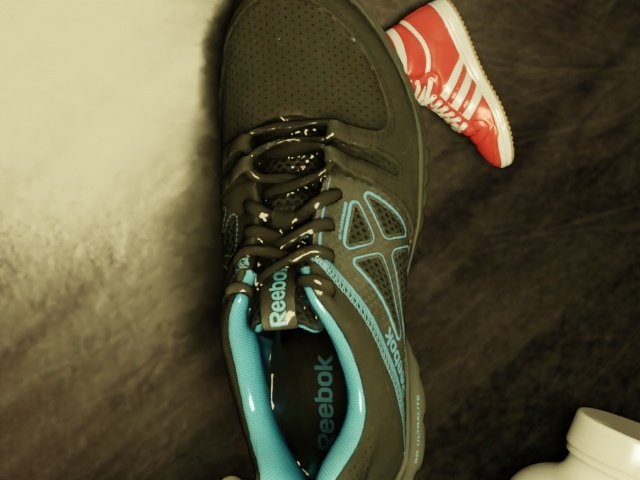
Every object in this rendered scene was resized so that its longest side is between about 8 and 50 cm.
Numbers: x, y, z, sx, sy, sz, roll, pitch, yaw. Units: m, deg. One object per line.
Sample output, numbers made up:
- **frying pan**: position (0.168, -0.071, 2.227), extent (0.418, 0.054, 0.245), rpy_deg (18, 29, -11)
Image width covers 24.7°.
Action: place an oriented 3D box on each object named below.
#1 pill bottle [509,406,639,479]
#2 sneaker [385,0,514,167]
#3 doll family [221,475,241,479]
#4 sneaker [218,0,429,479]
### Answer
- **pill bottle**: position (0.169, 0.251, 0.981), extent (0.146, 0.146, 0.264), rpy_deg (18, 94, -16)
- **sneaker**: position (0.077, -0.091, 0.952), extent (0.067, 0.042, 0.118), rpy_deg (-28, 97, -12)
- **doll family**: position (-0.091, 0.222, 0.901), extent (0.263, 0.163, 0.118), rpy_deg (-25, 105, -9)
- **sneaker**: position (0.000, 0.000, 0.865), extent (0.125, 0.139, 0.341), rpy_deg (-10, 85, 15)
